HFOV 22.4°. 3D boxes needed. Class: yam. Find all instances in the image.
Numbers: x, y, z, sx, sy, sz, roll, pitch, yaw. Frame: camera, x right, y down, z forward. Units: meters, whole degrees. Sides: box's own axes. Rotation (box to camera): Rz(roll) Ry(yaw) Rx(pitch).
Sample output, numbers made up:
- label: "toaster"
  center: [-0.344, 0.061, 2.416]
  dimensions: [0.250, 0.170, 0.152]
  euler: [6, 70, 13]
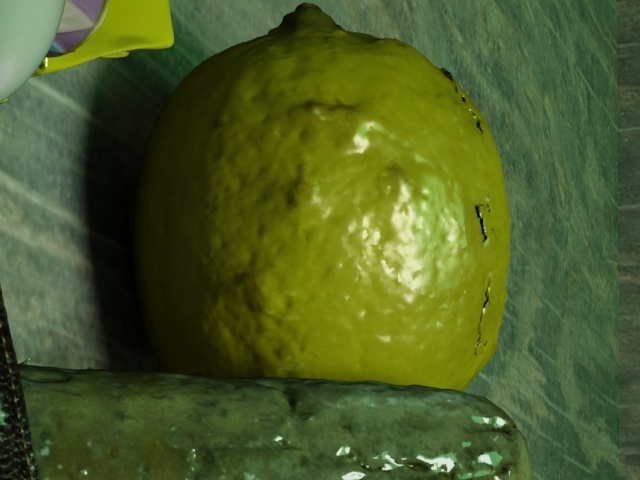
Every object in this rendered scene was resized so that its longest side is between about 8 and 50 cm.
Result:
- label: "yam"
  center: [-0.042, 0.130, 0.891]
  dimensions: [0.133, 0.330, 0.133]
  euler: [180, -90, -76]

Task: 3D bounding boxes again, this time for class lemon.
- label: "lemon"
  center: [0.000, 0.003, 1.047]
  dimensions: [0.260, 0.260, 0.284]
  euler: [3, 69, -68]

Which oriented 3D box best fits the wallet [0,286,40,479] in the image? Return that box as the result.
- label: "wallet"
  center: [-0.204, 0.127, 0.690]
  dimensions: [0.221, 0.071, 0.262]
  euler: [-4, 83, -53]

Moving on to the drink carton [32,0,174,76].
- label: "drink carton"
  center: [-0.173, -0.261, 0.836]
  dimensions: [0.154, 0.111, 0.351]
  euler: [-31, 115, -66]

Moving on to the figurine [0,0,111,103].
- label: "figurine"
  center: [-0.207, -0.101, 0.645]
  dimensions: [0.263, 0.142, 0.189]
  euler: [-23, 105, -50]
